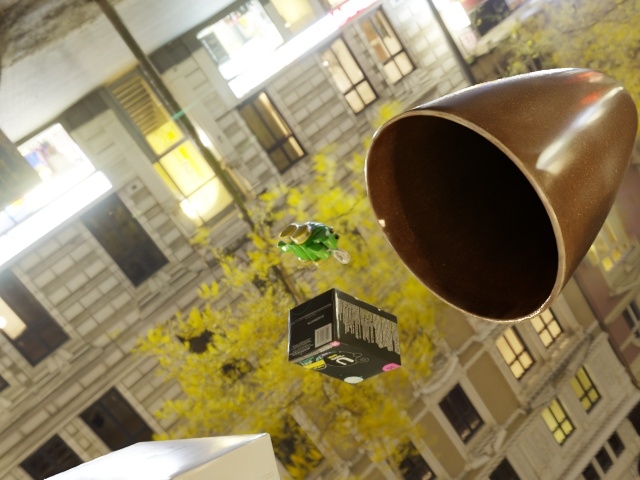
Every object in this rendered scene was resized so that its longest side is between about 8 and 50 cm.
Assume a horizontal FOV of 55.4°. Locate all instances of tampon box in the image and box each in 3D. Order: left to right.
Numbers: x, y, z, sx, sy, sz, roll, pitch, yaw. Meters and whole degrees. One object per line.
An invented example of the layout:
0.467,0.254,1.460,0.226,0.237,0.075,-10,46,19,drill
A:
0.041,0.171,1.063,0.120,0.161,0.101,-31,-135,37,tampon box

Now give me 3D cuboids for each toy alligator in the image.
0.000,0.000,0.802,0.051,0.056,0.190,-49,-157,-18,toy alligator

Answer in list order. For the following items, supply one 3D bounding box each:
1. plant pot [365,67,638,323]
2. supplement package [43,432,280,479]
0.200,-0.072,0.593,0.230,0.215,0.215,-34,-164,-27,plant pot
-0.169,0.299,0.658,0.244,0.138,0.134,-17,174,38,supplement package
